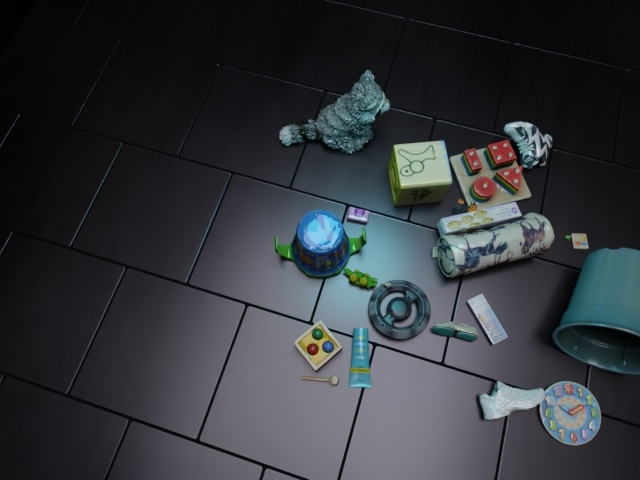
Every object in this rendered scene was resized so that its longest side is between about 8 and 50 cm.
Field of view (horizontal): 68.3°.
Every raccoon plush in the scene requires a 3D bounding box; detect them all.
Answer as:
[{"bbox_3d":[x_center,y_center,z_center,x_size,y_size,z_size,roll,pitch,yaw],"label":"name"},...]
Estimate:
[{"bbox_3d":[0.056,-0.486,1.869,0.445,0.299,0.216,-19,72,-5],"label":"raccoon plush"}]

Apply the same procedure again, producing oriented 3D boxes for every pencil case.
[{"bbox_3d":[0.636,0.018,1.759,0.409,0.183,0.160,-14,99,-4],"label":"pencil case"}]

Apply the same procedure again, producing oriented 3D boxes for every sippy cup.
[{"bbox_3d":[0.000,0.000,1.739,0.305,0.224,0.240,-40,74,-11],"label":"sippy cup"}]

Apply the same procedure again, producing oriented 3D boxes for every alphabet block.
[{"bbox_3d":[0.382,-0.258,1.840,0.196,0.193,0.193,-5,69,-1],"label":"alphabet block"}]

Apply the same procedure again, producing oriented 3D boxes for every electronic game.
[{"bbox_3d":[0.291,0.252,1.737,0.229,0.048,0.230,-1,63,1],"label":"electronic game"}]

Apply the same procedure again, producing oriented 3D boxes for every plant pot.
[{"bbox_3d":[1.011,0.228,1.606,0.340,0.341,0.334,24,64,9],"label":"plant pot"}]

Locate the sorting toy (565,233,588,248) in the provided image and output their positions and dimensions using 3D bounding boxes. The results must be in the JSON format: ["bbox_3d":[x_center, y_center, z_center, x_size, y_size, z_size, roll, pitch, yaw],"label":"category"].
[{"bbox_3d":[0.997,0.002,1.833,0.083,0.012,0.062,2,71,1],"label":"sorting toy"}]

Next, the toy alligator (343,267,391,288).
[{"bbox_3d":[0.171,0.156,1.770,0.189,0.056,0.052,19,113,13],"label":"toy alligator"}]

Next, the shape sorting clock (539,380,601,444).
[{"bbox_3d":[0.856,0.589,1.614,0.206,0.040,0.206,0,70,1],"label":"shape sorting clock"}]

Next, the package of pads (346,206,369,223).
[{"bbox_3d":[0.149,-0.100,1.872,0.083,0.032,0.050,12,73,5],"label":"package of pads"}]

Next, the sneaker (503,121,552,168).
[{"bbox_3d":[0.832,-0.373,1.902,0.234,0.094,0.153,19,75,-28],"label":"sneaker"}]

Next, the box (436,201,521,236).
[{"bbox_3d":[0.612,-0.079,1.822,0.323,0.063,0.067,-12,72,-11],"label":"box"}]

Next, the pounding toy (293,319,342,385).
[{"bbox_3d":[-0.004,0.420,1.659,0.181,0.094,0.206,-39,74,-12],"label":"pounding toy"}]

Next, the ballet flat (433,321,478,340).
[{"bbox_3d":[0.489,0.324,1.715,0.168,0.057,0.052,14,44,2],"label":"ballet flat"}]

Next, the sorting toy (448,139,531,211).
[{"bbox_3d":[0.688,-0.267,1.892,0.256,0.089,0.256,-14,71,-4],"label":"sorting toy"}]

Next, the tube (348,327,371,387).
[{"bbox_3d":[0.142,0.417,1.686,0.080,0.052,0.207,-1,77,11],"label":"tube"}]

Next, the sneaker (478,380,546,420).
[{"bbox_3d":[0.654,0.531,1.615,0.232,0.090,0.115,-16,68,-6],"label":"sneaker"}]

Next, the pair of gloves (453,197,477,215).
[{"bbox_3d":[0.571,-0.124,1.858,0.083,0.074,0.010,16,33,8],"label":"pair of gloves"}]

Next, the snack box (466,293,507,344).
[{"bbox_3d":[0.611,0.289,1.733,0.064,0.022,0.178,-24,72,-8],"label":"snack box"}]
